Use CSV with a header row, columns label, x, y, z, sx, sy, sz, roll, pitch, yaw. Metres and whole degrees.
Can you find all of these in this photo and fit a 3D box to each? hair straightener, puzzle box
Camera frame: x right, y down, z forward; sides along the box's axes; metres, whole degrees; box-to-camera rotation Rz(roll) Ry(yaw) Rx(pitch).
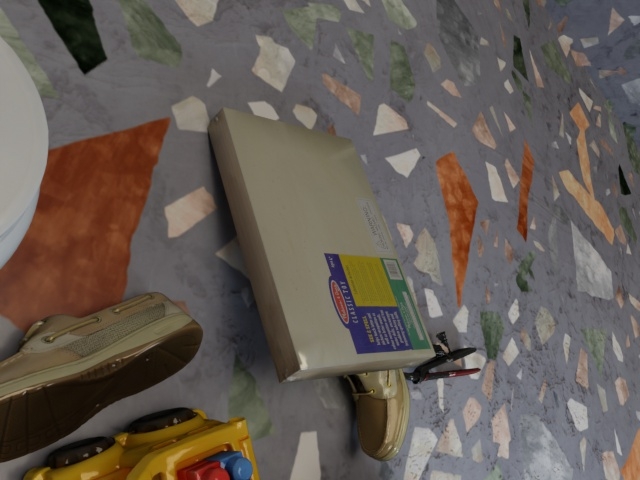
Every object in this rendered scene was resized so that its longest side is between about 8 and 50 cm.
label,x,y,z,sx,sy,sz,roll,pitch,yaw
hair straightener,0.213,0.215,1.097,0.230,0.047,0.089,2,75,-38
puzzle box,0.000,0.000,0.875,0.272,0.052,0.409,6,56,-42

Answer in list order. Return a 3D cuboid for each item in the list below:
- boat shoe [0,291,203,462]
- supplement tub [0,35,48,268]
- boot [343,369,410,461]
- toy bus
label,x,y,z,sx,sy,sz,roll,pitch,yaw
boat shoe,-0.273,0.134,0.632,0.098,0.109,0.302,40,39,26
supplement tub,-0.357,-0.038,0.445,0.228,0.316,0.229,15,67,-39
boot,0.040,0.190,0.899,0.203,0.095,0.262,23,60,-37
toy bus,-0.161,0.268,0.607,0.220,0.211,0.150,-9,84,-43
